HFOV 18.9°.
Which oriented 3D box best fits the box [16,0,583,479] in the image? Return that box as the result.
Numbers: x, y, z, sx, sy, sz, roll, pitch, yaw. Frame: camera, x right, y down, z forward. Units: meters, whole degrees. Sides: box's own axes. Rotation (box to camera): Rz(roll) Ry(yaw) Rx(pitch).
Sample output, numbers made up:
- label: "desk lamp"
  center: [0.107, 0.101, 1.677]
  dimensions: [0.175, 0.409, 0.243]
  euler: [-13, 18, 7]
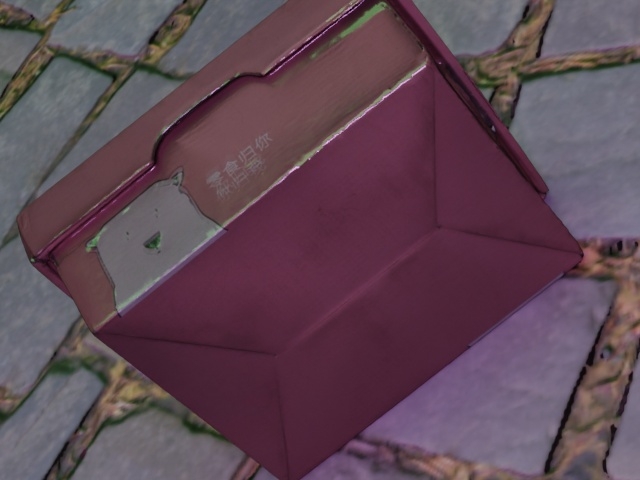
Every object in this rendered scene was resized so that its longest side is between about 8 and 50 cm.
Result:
- label: "box"
  center: [0.000, 0.000, 0.947]
  dimensions: [0.215, 0.215, 0.086]
  euler: [-38, 51, 5]
